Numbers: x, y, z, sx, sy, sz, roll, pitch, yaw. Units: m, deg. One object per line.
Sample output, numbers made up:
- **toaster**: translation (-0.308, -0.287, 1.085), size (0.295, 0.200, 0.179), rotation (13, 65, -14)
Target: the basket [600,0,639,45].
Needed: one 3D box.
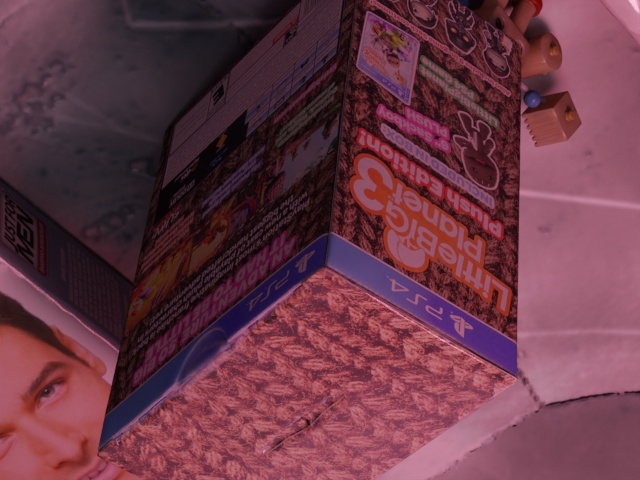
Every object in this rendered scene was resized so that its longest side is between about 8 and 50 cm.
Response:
- **basket**: translation (0.273, -0.217, 1.080), size (0.266, 0.328, 0.331), rotation (-42, 117, 12)

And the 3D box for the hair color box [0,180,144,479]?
- **hair color box**: translation (-0.169, 0.141, 1.339), size (0.185, 0.113, 0.374), rotation (-41, 117, 15)

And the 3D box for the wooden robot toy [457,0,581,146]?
- **wooden robot toy**: translation (0.111, -0.138, 1.265), size (0.079, 0.076, 0.173), rotation (-13, 129, 40)

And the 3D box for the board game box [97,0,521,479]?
- **board game box**: translation (0.000, 0.000, 1.147), size (0.141, 0.291, 0.232), rotation (30, 133, -23)
